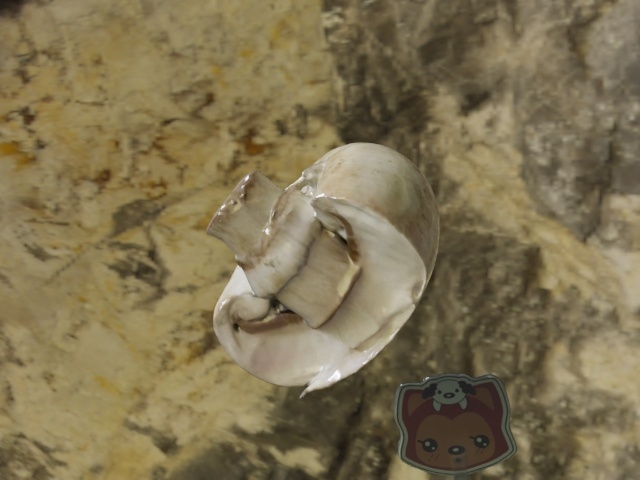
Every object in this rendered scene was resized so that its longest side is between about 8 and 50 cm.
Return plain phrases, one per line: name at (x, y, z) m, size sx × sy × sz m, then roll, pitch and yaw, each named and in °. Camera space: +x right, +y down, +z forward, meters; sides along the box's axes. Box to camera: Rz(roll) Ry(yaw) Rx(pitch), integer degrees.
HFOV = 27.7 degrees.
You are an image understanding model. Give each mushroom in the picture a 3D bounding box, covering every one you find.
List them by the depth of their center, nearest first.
mushroom at (0.000, 0.000, 1.230) m, size 0.195 × 0.254 × 0.189 m, roll 36°, pitch -149°, yaw -6°

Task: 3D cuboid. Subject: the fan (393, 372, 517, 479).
fan at (0.152, 0.238, 1.436) m, size 0.132 × 0.009 × 0.220 m, roll -7°, pitch -63°, yaw 9°
